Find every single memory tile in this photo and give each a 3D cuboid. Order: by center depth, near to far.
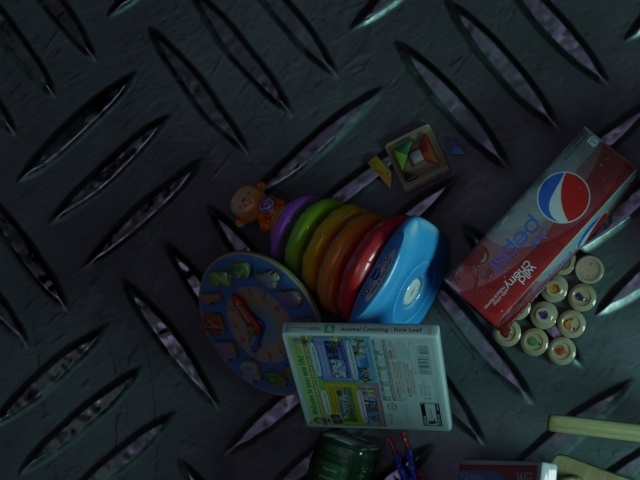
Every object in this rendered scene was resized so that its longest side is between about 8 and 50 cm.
[{"bbox_3d":[0.292,0.078,1.904,0.113,0.012,0.148,19,91,15],"label":"memory tile"}]

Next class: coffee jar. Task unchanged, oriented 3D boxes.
[{"bbox_3d":[0.012,0.342,1.915,0.079,0.096,0.184,17,90,18],"label":"coffee jar"}]

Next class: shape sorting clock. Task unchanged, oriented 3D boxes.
[{"bbox_3d":[-0.078,0.110,1.930,0.206,0.040,0.206,22,127,33],"label":"shape sorting clock"}]

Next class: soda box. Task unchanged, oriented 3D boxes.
[{"bbox_3d":[0.279,-0.011,1.864,0.092,0.083,0.263,43,93,17],"label":"soda box"}]

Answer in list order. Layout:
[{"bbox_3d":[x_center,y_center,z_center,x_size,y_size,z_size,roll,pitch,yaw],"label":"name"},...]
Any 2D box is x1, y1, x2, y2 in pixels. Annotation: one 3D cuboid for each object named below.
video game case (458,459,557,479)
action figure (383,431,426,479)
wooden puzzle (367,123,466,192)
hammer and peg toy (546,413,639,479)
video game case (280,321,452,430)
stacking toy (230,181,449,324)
[{"bbox_3d":[0.210,0.410,1.799,0.025,0.204,0.285,12,78,-21],"label":"video game case"},{"bbox_3d":[0.116,0.307,1.927,0.038,0.030,0.115,-23,83,7],"label":"action figure"},{"bbox_3d":[0.126,-0.108,1.959,0.116,0.014,0.078,-33,79,10],"label":"wooden puzzle"},{"bbox_3d":[0.375,0.365,1.804,0.266,0.127,0.361,18,91,17],"label":"hammer and peg toy"},{"bbox_3d":[0.061,0.172,1.864,0.193,0.212,0.023,0,51,11],"label":"video game case"},{"bbox_3d":[0.000,0.000,1.930,0.302,0.166,0.175,29,90,27],"label":"stacking toy"}]
